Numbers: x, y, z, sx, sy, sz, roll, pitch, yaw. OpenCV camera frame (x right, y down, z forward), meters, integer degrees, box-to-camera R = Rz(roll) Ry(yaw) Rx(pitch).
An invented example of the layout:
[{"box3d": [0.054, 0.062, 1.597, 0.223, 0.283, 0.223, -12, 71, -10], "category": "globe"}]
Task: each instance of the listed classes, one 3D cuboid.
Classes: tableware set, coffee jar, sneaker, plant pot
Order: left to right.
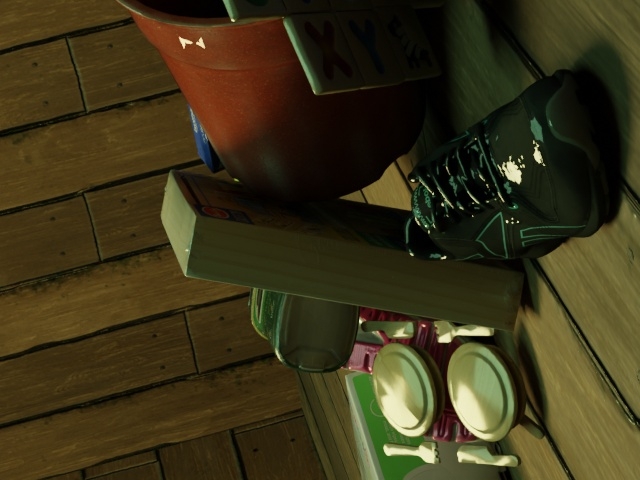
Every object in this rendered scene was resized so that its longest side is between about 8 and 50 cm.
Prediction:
[{"box3d": [-0.029, -0.190, 1.486, 0.265, 0.272, 0.272, 70, 180, -49], "category": "plant pot"}, {"box3d": [-0.018, 0.062, 1.626, 0.184, 0.079, 0.096, -142, 60, -76], "category": "coffee jar"}, {"box3d": [0.111, 0.113, 1.624, 0.252, 0.111, 0.103, 37, 114, 51], "category": "sneaker"}, {"box3d": [0.116, 0.129, 1.493, 0.194, 0.039, 0.128, -4, 98, 55], "category": "tableware set"}, {"box3d": [0.118, -0.031, 1.125, 0.267, 0.106, 0.101, 102, 154, -74], "category": "sneaker"}]

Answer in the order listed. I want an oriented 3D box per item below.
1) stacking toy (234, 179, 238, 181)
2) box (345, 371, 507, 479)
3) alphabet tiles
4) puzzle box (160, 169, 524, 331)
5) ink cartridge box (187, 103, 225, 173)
[{"box3d": [-0.034, -0.059, 1.796, 0.166, 0.175, 0.302, 64, -158, -64], "category": "stacking toy"}, {"box3d": [0.125, 0.284, 1.744, 0.231, 0.126, 0.262, 80, 174, -54], "category": "box"}, {"box3d": [-0.023, -0.265, 1.213, 0.285, 0.011, 0.343, -15, -100, -57], "category": "alphabet tiles"}, {"box3d": [0.000, 0.000, 1.528, 0.409, 0.272, 0.052, -138, 58, -78], "category": "puzzle box"}, {"box3d": [-0.029, -0.150, 1.698, 0.046, 0.207, 0.097, 53, 159, 45], "category": "ink cartridge box"}]
